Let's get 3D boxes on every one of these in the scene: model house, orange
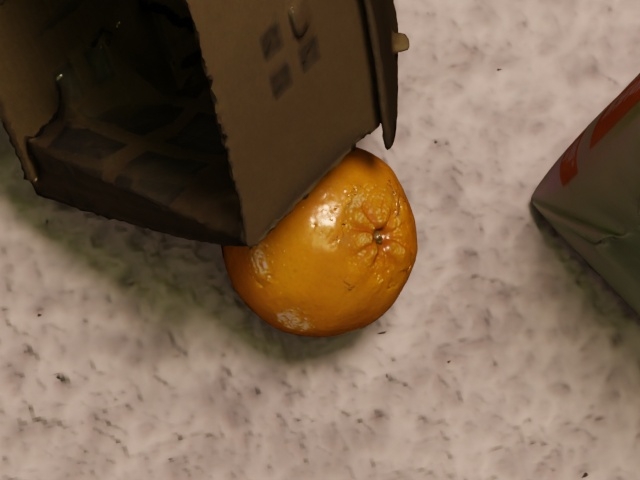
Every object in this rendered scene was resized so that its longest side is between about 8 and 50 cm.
[{"bbox_3d":[-0.043,-0.156,0.691,0.204,0.211,0.243,17,49,36],"label":"model house"},{"bbox_3d":[0.000,0.000,0.716,0.083,0.070,0.083,-8,103,-39],"label":"orange"}]

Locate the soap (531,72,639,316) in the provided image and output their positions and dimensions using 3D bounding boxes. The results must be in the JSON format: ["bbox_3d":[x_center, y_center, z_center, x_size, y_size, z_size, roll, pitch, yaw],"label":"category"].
[{"bbox_3d":[0.211,-0.053,0.704,0.138,0.182,0.199,45,76,2],"label":"soap"}]
